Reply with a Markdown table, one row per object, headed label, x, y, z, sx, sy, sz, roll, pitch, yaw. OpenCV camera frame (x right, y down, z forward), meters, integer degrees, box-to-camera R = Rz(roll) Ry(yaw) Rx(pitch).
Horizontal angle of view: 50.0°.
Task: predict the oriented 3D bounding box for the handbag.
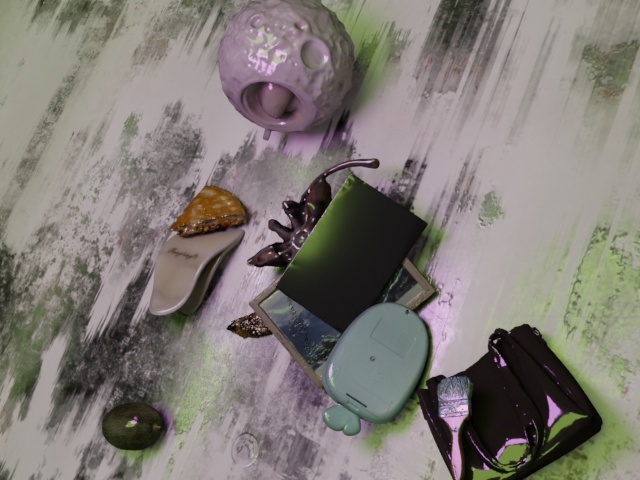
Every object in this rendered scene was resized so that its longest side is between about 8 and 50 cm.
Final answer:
| label | x | y | z | sx | sy | sz | roll | pitch | yaw |
| --- | --- | --- | --- | --- | --- | --- | --- | --- | --- |
| handbag | 0.333 | 0.311 | 1.272 | 0.285 | 0.113 | 0.257 | -38 | 48 | 13 |

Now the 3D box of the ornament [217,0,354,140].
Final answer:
| label | x | y | z | sx | sy | sz | roll | pitch | yaw |
| --- | --- | --- | --- | --- | --- | --- | --- | --- | --- |
| ornament | -0.082 | -0.437 | 1.670 | 0.336 | 0.337 | 0.337 | -11 | 66 | 25 |

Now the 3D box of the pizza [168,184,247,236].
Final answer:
| label | x | y | z | sx | sy | sz | roll | pitch | yaw |
| --- | --- | --- | --- | --- | --- | --- | --- | --- | --- |
| pizza | -0.300 | -0.058 | 1.773 | 0.198 | 0.062 | 0.188 | -30 | 44 | -23 |

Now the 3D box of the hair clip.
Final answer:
| label | x | y | z | sx | sy | sz | roll | pitch | yaw |
| --- | --- | --- | --- | --- | --- | --- | --- | --- | --- |
| hair clip | -0.335 | 0.068 | 1.740 | 0.172 | 0.113 | 0.282 | 15 | 78 | 33 |

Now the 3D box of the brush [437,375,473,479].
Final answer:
| label | x | y | z | sx | sy | sz | roll | pitch | yaw |
| --- | --- | --- | --- | --- | --- | --- | --- | --- | --- |
| brush | 0.244 | 0.341 | 1.230 | 0.070 | 0.021 | 0.197 | -14 | 59 | 29 |

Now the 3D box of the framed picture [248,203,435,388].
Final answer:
| label | x | y | z | sx | sy | sz | roll | pitch | yaw |
| --- | --- | --- | --- | --- | --- | --- | --- | --- | --- |
| framed picture | 0.043 | 0.123 | 1.487 | 0.335 | 0.022 | 0.247 | -41 | 84 | 7 |

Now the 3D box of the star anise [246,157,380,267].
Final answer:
| label | x | y | z | sx | sy | sz | roll | pitch | yaw |
| --- | --- | --- | --- | --- | --- | --- | --- | --- | --- |
| star anise | 0.000 | 0.000 | 1.576 | 0.359 | 0.139 | 0.316 | -15 | 83 | 19 |

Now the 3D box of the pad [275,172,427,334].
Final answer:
| label | x | y | z | sx | sy | sz | roll | pitch | yaw |
| --- | --- | --- | --- | --- | --- | --- | --- | --- | --- |
| pad | 0.064 | 0.033 | 1.469 | 0.202 | 0.005 | 0.300 | 34 | 95 | 7 |

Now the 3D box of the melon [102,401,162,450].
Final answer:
| label | x | y | z | sx | sy | sz | roll | pitch | yaw |
| --- | --- | --- | --- | --- | --- | --- | --- | --- | --- |
| melon | -0.451 | 0.447 | 1.652 | 0.167 | 0.114 | 0.114 | -6 | 68 | 30 |

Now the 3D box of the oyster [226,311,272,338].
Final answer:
| label | x | y | z | sx | sy | sz | roll | pitch | yaw |
| --- | --- | --- | --- | --- | --- | --- | --- | --- | --- |
| oyster | -0.160 | 0.202 | 1.637 | 0.132 | 0.029 | 0.086 | -36 | 57 | 10 |

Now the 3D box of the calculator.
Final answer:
| label | x | y | z | sx | sy | sz | roll | pitch | yaw |
| --- | --- | --- | --- | --- | --- | --- | --- | --- | --- |
| calculator | 0.109 | 0.260 | 1.395 | 0.184 | 0.042 | 0.295 | 32 | 71 | 4 |
